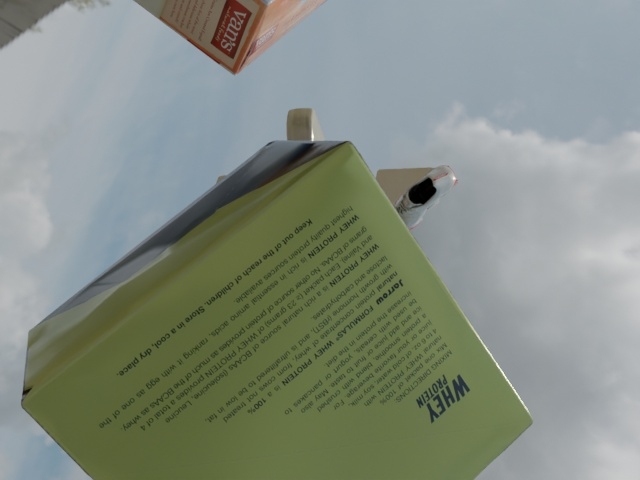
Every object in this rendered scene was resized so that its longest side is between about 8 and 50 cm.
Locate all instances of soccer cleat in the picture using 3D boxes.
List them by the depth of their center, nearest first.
[{"bbox_3d":[0.076,-0.031,0.588,0.083,0.035,0.029,-44,-108,44],"label":"soccer cleat"}]

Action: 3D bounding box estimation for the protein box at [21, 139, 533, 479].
[{"bbox_3d":[-0.027,0.079,0.432,0.200,0.201,0.136,-40,-162,-11],"label":"protein box"}]

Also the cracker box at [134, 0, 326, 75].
[{"bbox_3d":[-0.102,-0.235,0.509,0.156,0.232,0.067,-53,179,-44],"label":"cracker box"}]

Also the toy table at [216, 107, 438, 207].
[{"bbox_3d":[0.000,0.000,0.784,0.252,0.274,0.161,5,-118,3],"label":"toy table"}]
